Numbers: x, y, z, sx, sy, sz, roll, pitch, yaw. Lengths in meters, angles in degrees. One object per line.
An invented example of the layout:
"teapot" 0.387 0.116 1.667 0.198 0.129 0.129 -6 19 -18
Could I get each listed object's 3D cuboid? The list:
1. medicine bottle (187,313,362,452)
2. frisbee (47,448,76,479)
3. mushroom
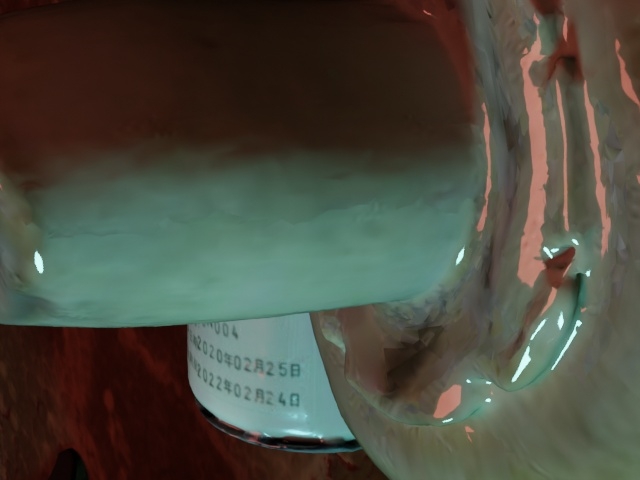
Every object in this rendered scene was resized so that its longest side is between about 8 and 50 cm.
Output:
"medicine bottle" 0.000 0.000 0.847 0.135 0.135 0.168 31 127 50
"frisbee" -0.249 0.269 1.381 0.211 0.012 0.187 -34 38 58
"mushroom" 0.040 -0.022 0.586 0.314 0.336 0.314 172 90 -67
